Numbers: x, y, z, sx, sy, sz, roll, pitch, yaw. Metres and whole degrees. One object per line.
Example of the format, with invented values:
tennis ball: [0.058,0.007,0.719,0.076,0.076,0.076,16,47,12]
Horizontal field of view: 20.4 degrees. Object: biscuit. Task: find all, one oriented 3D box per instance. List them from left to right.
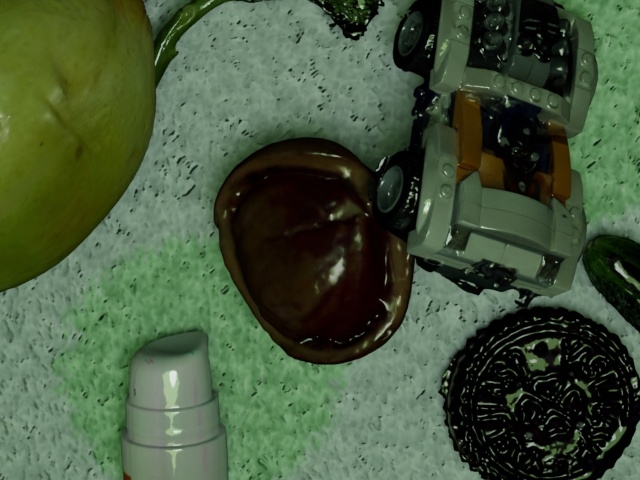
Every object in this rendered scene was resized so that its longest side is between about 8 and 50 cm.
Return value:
biscuit: [0.211,0.155,1.694,0.195,0.053,0.194,-1,102,-3]

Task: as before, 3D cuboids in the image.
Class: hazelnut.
hazelnut: [-0.006,0.005,1.595,0.170,0.160,0.201,-41,108,6]

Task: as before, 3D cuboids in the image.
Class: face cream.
face cream: [-0.134,0.261,1.675,0.102,0.102,0.345,-3,104,-2]

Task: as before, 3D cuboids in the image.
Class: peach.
peach: [-0.292,-0.100,1.492,0.315,0.314,0.281,-56,136,-15]

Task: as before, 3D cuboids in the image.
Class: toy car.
toy car: [0.151,-0.102,1.548,0.193,0.118,0.301,18,70,-24]

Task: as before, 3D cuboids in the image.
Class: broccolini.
broccolini: [-0.053,-0.189,1.599,0.271,0.062,0.123,-38,87,0]

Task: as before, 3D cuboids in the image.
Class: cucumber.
cucumber: [0.341,0.078,1.676,0.241,0.074,0.074,37,98,-7]
